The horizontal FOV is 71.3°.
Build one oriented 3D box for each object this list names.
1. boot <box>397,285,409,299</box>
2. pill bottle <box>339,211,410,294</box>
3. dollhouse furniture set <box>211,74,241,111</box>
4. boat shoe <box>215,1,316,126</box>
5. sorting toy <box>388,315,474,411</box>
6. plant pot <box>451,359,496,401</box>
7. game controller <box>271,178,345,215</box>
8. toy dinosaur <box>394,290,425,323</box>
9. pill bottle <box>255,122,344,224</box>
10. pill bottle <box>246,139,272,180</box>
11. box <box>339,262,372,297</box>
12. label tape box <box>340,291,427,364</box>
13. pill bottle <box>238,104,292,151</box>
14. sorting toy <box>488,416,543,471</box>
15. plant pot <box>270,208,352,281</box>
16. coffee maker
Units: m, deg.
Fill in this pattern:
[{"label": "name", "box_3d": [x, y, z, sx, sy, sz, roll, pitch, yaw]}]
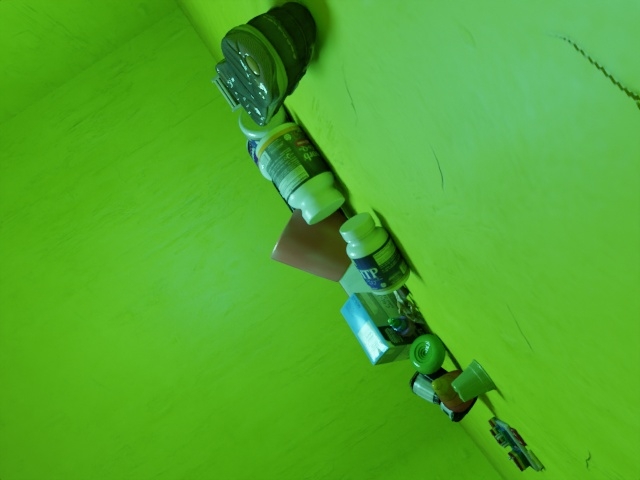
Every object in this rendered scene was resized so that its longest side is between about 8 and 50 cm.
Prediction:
[{"label": "boot", "box_3d": [0.238, 0.135, 1.368, 0.114, 0.037, 0.106, 59, -168, -1]}, {"label": "pill bottle", "box_3d": [0.129, 0.030, 1.086, 0.187, 0.112, 0.112, 56, 179, -19]}, {"label": "dollhouse furniture set", "box_3d": [-0.271, -0.566, 1.590, 0.129, 0.129, 0.184, 56, -157, -18]}, {"label": "boat shoe", "box_3d": [-0.079, -0.278, 0.726, 0.132, 0.130, 0.355, 53, 174, -19]}, {"label": "sorting toy", "box_3d": [0.313, 0.357, 1.373, 0.126, 0.127, 0.365, 26, -162, -38]}, {"label": "plant pot", "box_3d": [0.359, 0.341, 1.063, 0.083, 0.079, 0.083, 56, 180, 0]}, {"label": "game controller", "box_3d": [-0.040, -0.155, 1.661, 0.319, 0.166, 0.067, 57, 161, -4]}, {"label": "toy dinosaur", "box_3d": [0.267, 0.202, 1.459, 0.211, 0.064, 0.112, 56, 180, -6]}, {"label": "pill bottle", "box_3d": [-0.058, -0.197, 1.328, 0.278, 0.162, 0.162, 55, 179, 9]}, {"label": "pill bottle", "box_3d": [-0.241, -0.424, 2.115, 0.181, 0.181, 0.323, 57, 178, -42]}, {"label": "box", "box_3d": [0.176, 0.182, 2.098, 0.345, 0.168, 0.215, 56, 178, -7]}, {"label": "label tape box", "box_3d": [0.281, 0.313, 1.663, 0.347, 0.115, 0.249, 2, -139, -38]}, {"label": "pill bottle", "box_3d": [-0.154, -0.341, 1.493, 0.153, 0.153, 0.264, 55, 179, 28]}, {"label": "sorting toy", "box_3d": [0.534, 0.577, 1.241, 0.132, 0.046, 0.274, 55, 179, 17]}, {"label": "plant pot", "box_3d": [0.000, 0.000, 1.505, 0.243, 0.275, 0.275, 29, 180, -2]}, {"label": "coffee maker", "box_3d": [0.399, 0.453, 1.412, 0.120, 0.171, 0.178, 26, 178, -43]}]
